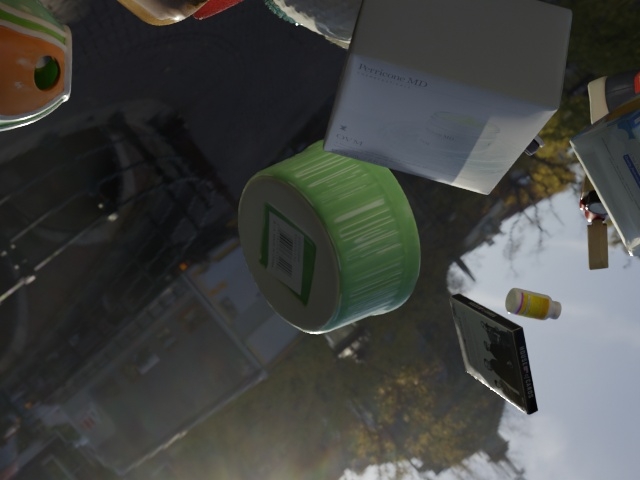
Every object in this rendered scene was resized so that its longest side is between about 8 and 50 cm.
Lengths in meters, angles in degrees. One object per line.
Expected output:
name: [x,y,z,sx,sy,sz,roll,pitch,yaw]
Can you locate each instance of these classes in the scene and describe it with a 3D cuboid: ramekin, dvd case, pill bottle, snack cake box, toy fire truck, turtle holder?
ramekin: [0.000,0.000,1.255,0.148,0.303,0.303,-23,173,-34]
dvd case: [0.339,0.218,1.557,0.029,0.179,0.239,-19,-162,-14]
pill bottle: [0.344,0.105,1.269,0.043,0.083,0.043,-167,-90,-79]
snack cake box: [0.422,-0.114,0.885,0.264,0.152,0.089,-33,-175,-27]
toy fire truck: [0.657,-0.044,1.676,0.246,0.217,0.158,71,33,-64]
turtle holder: [-0.517,-0.281,1.231,0.227,0.243,0.320,-1,178,-24]

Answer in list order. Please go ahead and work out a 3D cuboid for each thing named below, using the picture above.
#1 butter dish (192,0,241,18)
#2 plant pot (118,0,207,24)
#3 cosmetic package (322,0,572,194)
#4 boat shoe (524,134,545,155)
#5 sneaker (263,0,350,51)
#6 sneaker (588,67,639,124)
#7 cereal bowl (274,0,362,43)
butter dish: [-0.185,-0.455,1.260,0.160,0.160,0.118,-34,-150,-22]
plant pot: [-0.264,-0.436,1.001,0.237,0.237,0.254,-39,150,23]
cosmetic package: [0.137,-0.181,0.919,0.224,0.224,0.138,109,-5,-67]
boat shoe: [0.371,-0.274,1.787,0.096,0.324,0.116,-56,-153,12]
sneaker: [0.034,-0.465,1.555,0.110,0.283,0.122,-81,-166,-45]
sneaker: [0.578,-0.194,1.296,0.148,0.131,0.350,-14,165,40]
cereal bowl: [0.075,-0.377,1.118,0.339,0.339,0.141,-42,150,-36]
